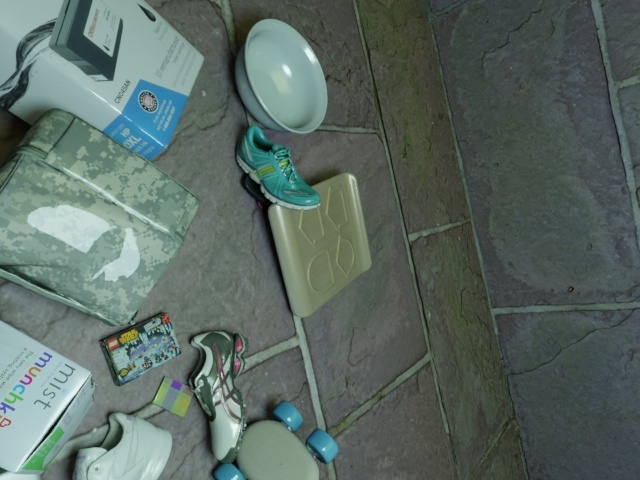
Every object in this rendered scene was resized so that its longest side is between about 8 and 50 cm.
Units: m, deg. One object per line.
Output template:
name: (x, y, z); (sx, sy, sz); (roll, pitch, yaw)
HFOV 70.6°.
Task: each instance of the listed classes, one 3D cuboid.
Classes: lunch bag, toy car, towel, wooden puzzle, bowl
lunch bag: (-0.398, -0.023, 0.748); (0.305, 0.212, 0.256); (39, 54, -36)
toy car: (-0.088, 0.545, 1.040); (0.219, 0.210, 0.238); (-40, 141, -32)
towel: (-0.302, 0.324, 0.936); (0.083, 0.009, 0.060); (42, 53, -34)
wooden puzzle: (0.000, 0.000, 1.280); (0.348, 0.080, 0.322); (-29, 113, -45)
bowl: (-0.126, -0.415, 1.209); (0.298, 0.134, 0.298); (14, 71, -47)

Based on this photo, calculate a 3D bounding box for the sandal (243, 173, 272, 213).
sandal: (-0.142, -0.106, 1.194); (0.179, 0.040, 0.067); (46, 51, -29)

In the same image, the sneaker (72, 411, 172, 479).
sneaker: (-0.373, 0.437, 0.751); (0.152, 0.114, 0.305); (48, 33, -26)

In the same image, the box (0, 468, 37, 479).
box: (-0.480, 0.422, 0.646); (0.130, 0.091, 0.170); (-9, 88, -50)

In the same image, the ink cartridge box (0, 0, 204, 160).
ink cartridge box: (-0.433, -0.342, 0.785); (0.395, 0.166, 0.285); (38, 44, -37)

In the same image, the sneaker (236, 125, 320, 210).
sneaker: (-0.105, -0.173, 1.099); (0.275, 0.110, 0.107); (43, 39, 19)

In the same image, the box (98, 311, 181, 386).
box: (-0.351, 0.211, 0.891); (0.137, 0.027, 0.094); (-25, 100, -48)

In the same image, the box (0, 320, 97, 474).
box: (-0.425, 0.185, 0.578); (0.231, 0.262, 0.127); (34, 55, -8)

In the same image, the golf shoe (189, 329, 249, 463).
golf shoe: (-0.226, 0.331, 0.969); (0.120, 0.105, 0.273); (11, 66, -35)
